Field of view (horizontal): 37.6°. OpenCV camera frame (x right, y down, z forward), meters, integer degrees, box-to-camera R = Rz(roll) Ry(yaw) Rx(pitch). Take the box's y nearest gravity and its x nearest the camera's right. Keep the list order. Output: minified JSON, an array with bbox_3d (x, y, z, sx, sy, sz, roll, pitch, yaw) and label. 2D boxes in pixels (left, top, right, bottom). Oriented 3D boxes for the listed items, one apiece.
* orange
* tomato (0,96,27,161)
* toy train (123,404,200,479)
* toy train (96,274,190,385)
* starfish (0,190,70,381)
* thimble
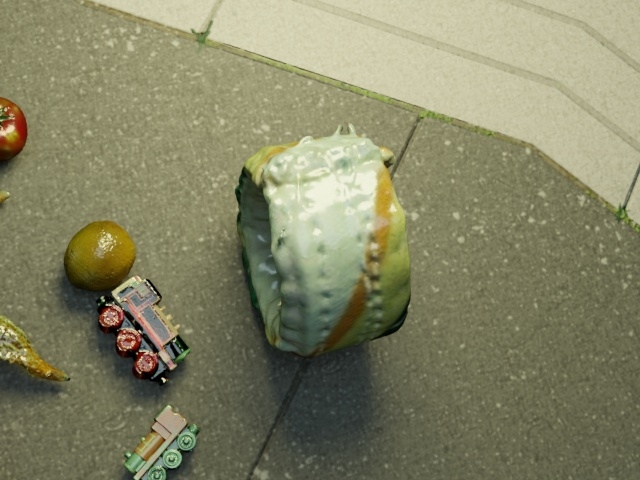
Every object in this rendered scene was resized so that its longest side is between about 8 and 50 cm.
[{"bbox_3d":[-0.283,0.021,1.193,0.095,0.085,0.085,-44,89,-1],"label":"orange"},{"bbox_3d":[-0.420,-0.141,1.206,0.087,0.075,0.087,7,62,-14],"label":"tomato"},{"bbox_3d":[-0.201,0.263,1.178,0.064,0.044,0.103,39,72,2],"label":"toy train"},{"bbox_3d":[-0.224,0.116,1.201,0.087,0.050,0.138,-37,87,-19],"label":"toy train"},{"bbox_3d":[-0.507,0.109,1.139,0.358,0.078,0.347,-24,86,-15],"label":"starfish"},{"bbox_3d":[0.000,0.000,1.146,0.167,0.288,0.254,-11,49,-15],"label":"thimble"}]
